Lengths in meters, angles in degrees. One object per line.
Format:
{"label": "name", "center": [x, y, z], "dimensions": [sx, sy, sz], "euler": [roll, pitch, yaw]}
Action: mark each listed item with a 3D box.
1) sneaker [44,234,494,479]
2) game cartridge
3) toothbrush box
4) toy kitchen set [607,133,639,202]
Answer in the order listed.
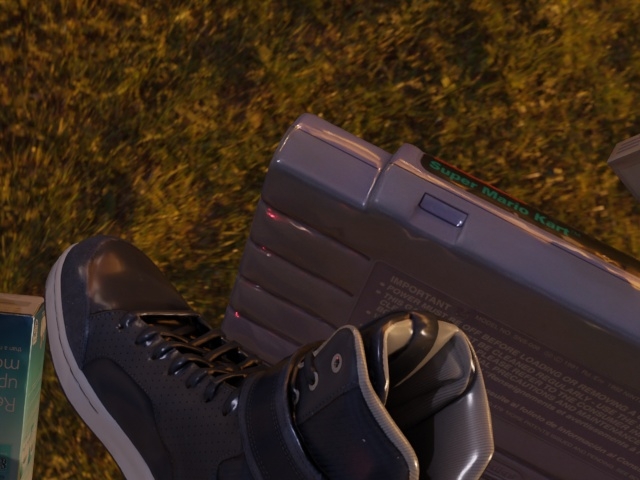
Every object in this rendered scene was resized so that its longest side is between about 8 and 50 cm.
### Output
{"label": "sneaker", "center": [-0.026, 0.051, 0.427], "dimensions": [0.086, 0.163, 0.226], "euler": [-1, 50, -48]}
{"label": "game cartridge", "center": [0.116, 0.081, 0.605], "dimensions": [0.355, 0.230, 0.068], "euler": [28, 48, 4]}
{"label": "toothbrush box", "center": [-0.431, 0.205, 1.136], "dimensions": [0.217, 0.126, 0.295], "euler": [7, 96, -8]}
{"label": "toy kitchen set", "center": [0.184, -0.076, 0.507], "dimensions": [0.068, 0.075, 0.083], "euler": [48, 52, -14]}
